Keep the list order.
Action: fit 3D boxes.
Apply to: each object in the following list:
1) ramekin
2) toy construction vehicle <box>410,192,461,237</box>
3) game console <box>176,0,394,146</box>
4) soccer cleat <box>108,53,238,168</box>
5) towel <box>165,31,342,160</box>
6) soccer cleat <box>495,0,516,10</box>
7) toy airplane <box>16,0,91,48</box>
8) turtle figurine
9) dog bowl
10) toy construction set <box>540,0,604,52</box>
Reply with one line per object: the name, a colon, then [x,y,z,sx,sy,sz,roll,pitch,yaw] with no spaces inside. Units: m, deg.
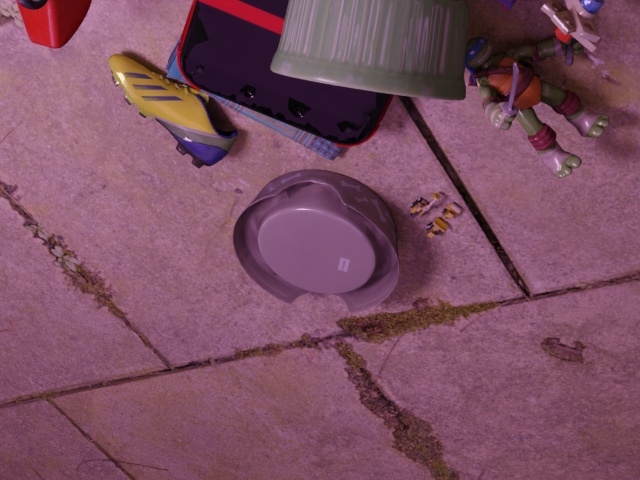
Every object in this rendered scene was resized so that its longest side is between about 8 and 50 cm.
ramekin: [0.083,-0.310,1.615,0.303,0.303,0.148,11,102,10]
toy construction vehicle: [0.223,-0.048,2.090,0.086,0.035,0.098,37,135,-18]
game console: [-0.033,-0.355,1.815,0.386,0.060,0.342,21,123,-7]
soccer cleat: [-0.281,-0.266,2.035,0.121,0.093,0.289,-42,109,12]
towel: [-0.081,-0.310,1.931,0.370,0.040,0.271,28,138,-9]
soccer cleat: [0.165,-0.434,1.666,0.318,0.109,0.116,10,141,7]
toy airplane: [-0.406,-0.553,1.677,0.384,0.272,0.386,-39,77,32]
turtle figurine: [0.366,-0.239,1.721,0.266,0.198,0.274,41,138,-22]
dog bowl: [0.000,0.000,2.175,0.348,0.102,0.349,11,138,10]
toy construction set: [0.417,-0.445,1.524,0.215,0.151,0.328,28,120,-12]
